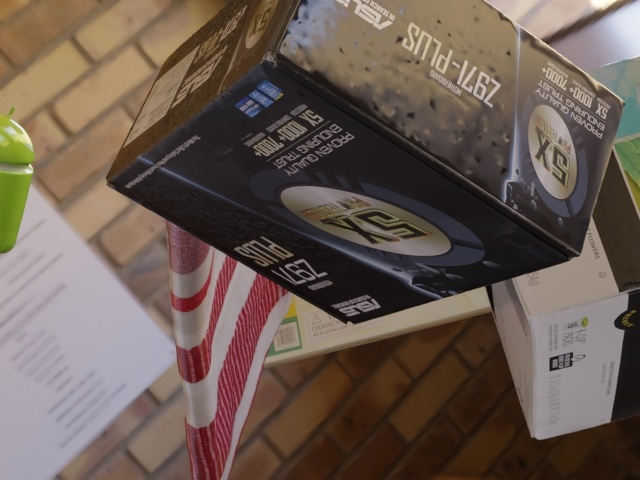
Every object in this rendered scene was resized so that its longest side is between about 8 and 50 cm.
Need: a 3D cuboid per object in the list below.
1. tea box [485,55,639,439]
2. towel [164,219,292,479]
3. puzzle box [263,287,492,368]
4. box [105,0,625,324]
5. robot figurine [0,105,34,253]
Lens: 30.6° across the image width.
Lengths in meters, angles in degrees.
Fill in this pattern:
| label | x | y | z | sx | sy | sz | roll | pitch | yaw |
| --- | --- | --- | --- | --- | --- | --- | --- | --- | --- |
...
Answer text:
| label | x | y | z | sx | sy | sz | roll | pitch | yaw |
| --- | --- | --- | --- | --- | --- | --- | --- | --- | --- |
| tea box | 0.318 | 0.002 | 1.083 | 0.324 | 0.220 | 0.329 | -16 | -28 | 4 |
| towel | -0.058 | 0.017 | 0.863 | 0.237 | 0.037 | 0.329 | -72 | -12 | -45 |
| puzzle box | 0.000 | 0.000 | 1.436 | 0.409 | 0.272 | 0.052 | -16 | -13 | 24 |
| box | 0.011 | -0.041 | 0.511 | 0.180 | 0.147 | 0.077 | -22 | 41 | 58 |
| robot figurine | -0.229 | -0.035 | 0.781 | 0.101 | 0.067 | 0.115 | -15 | -58 | -70 |
